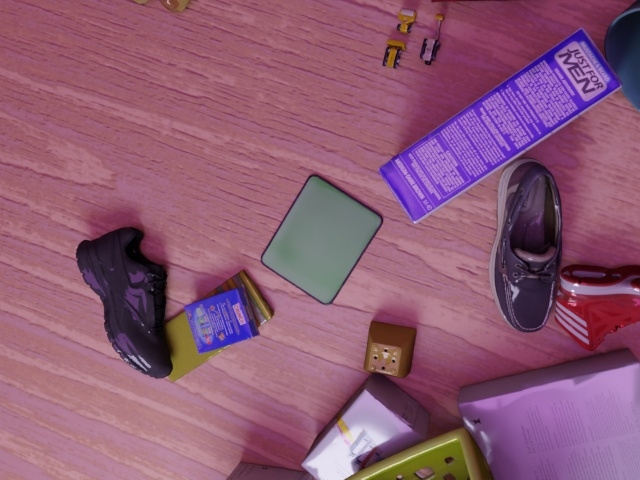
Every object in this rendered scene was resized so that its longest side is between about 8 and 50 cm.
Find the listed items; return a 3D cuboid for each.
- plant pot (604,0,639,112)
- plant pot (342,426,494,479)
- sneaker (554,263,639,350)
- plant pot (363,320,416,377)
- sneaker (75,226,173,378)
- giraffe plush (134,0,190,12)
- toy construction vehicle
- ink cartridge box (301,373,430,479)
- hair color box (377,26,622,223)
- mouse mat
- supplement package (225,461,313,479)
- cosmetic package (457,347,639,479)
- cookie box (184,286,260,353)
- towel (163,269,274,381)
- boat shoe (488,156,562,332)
[{"bbox_3d":[0.579,-0.280,0.959,0.293,0.293,0.235,44,87,5],"label":"plant pot"},{"bbox_3d":[0.181,0.448,1.045,0.227,0.228,0.207,-30,124,18],"label":"plant pot"},{"bbox_3d":[0.477,0.111,1.134,0.221,0.087,0.128,9,119,6],"label":"sneaker"},{"bbox_3d":[0.113,0.188,1.201,0.081,0.083,0.081,9,97,11],"label":"plant pot"},{"bbox_3d":[-0.322,0.107,1.273,0.130,0.109,0.286,-27,88,5],"label":"sneaker"},{"bbox_3d":[-0.257,-0.478,1.165,0.210,0.170,0.181,0,96,12],"label":"giraffe plush"},{"bbox_3d":[0.153,-0.323,1.168,0.086,0.035,0.098,14,96,21],"label":"toy construction vehicle"},{"bbox_3d":[0.080,0.330,1.200,0.127,0.128,0.176,40,102,6],"label":"ink cartridge box"},{"bbox_3d":[0.260,-0.164,1.081,0.339,0.185,0.110,-33,88,13],"label":"hair color box"},{"bbox_3d":[0.000,0.000,1.245,0.153,0.007,0.189,33,103,7],"label":"mouse mat"},{"bbox_3d":[-0.113,0.522,1.193,0.145,0.262,0.204,5,97,11],"label":"supplement package"},{"bbox_3d":[0.411,0.392,1.152,0.285,0.097,0.377,-17,92,13],"label":"cosmetic package"},{"bbox_3d":[-0.172,0.140,1.258,0.107,0.040,0.091,-19,87,16],"label":"cookie box"},{"bbox_3d":[-0.203,0.156,1.300,0.237,0.021,0.102,-34,83,14],"label":"towel"},{"bbox_3d":[0.325,0.017,1.119,0.103,0.092,0.285,-1,104,-1],"label":"boat shoe"}]
